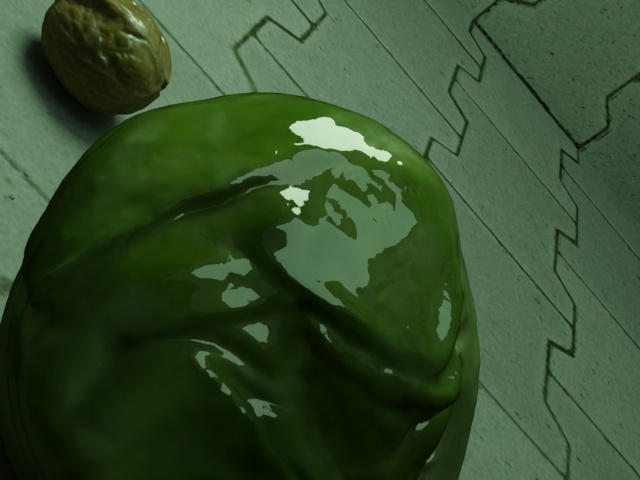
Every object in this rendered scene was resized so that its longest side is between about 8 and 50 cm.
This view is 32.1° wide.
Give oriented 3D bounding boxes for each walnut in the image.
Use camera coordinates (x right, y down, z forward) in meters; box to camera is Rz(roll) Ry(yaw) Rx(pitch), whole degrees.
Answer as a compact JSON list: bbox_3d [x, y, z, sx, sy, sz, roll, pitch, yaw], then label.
[{"bbox_3d":[-0.184,-0.166,0.953,0.124,0.105,0.105,46,26,-4],"label":"walnut"}]

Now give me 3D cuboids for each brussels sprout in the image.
[{"bbox_3d":[-0.047,0.071,0.664,0.328,0.328,0.247,42,6,-22],"label":"brussels sprout"}]
